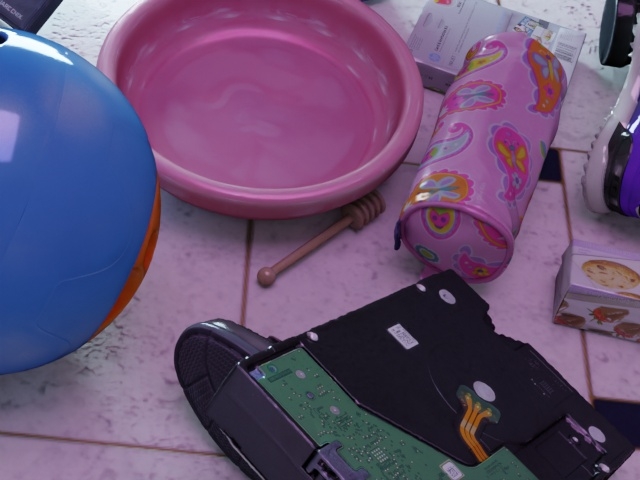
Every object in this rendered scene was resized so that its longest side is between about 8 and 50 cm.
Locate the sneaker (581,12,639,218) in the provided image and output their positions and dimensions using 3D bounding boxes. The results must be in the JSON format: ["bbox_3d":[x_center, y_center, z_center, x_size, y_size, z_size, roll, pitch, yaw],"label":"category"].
[{"bbox_3d":[0.387,-0.149,1.390,0.146,0.102,0.293,15,79,38],"label":"sneaker"}]

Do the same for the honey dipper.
[{"bbox_3d":[0.000,0.000,1.321,0.030,0.030,0.161,40,57,22],"label":"honey dipper"}]

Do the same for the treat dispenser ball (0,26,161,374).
[{"bbox_3d":[-0.276,-0.032,1.118,0.288,0.288,0.288,6,48,-6],"label":"treat dispenser ball"}]

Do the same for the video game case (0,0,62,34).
[{"bbox_3d":[-0.304,-0.379,1.496,0.196,0.026,0.274,37,88,21],"label":"video game case"}]

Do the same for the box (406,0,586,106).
[{"bbox_3d":[0.195,-0.211,1.536,0.186,0.038,0.145,20,49,6],"label":"box"}]

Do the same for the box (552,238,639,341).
[{"bbox_3d":[0.388,0.074,1.306,0.324,0.063,0.067,14,49,1],"label":"box"}]

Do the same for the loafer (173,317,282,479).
[{"bbox_3d":[0.008,0.171,1.137,0.302,0.109,0.095,40,34,15],"label":"loafer"}]

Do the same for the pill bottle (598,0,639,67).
[{"bbox_3d":[0.436,-0.234,1.542,0.219,0.123,0.123,7,48,1],"label":"pill bottle"}]

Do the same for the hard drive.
[{"bbox_3d":[0.093,0.154,1.082,0.237,0.064,0.339,44,30,16],"label":"hard drive"}]

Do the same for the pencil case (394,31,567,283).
[{"bbox_3d":[0.165,-0.083,1.355,0.124,0.124,0.284,19,51,6],"label":"pencil case"}]

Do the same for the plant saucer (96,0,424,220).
[{"bbox_3d":[-0.063,-0.141,1.386,0.332,0.084,0.332,4,52,-5],"label":"plant saucer"}]
